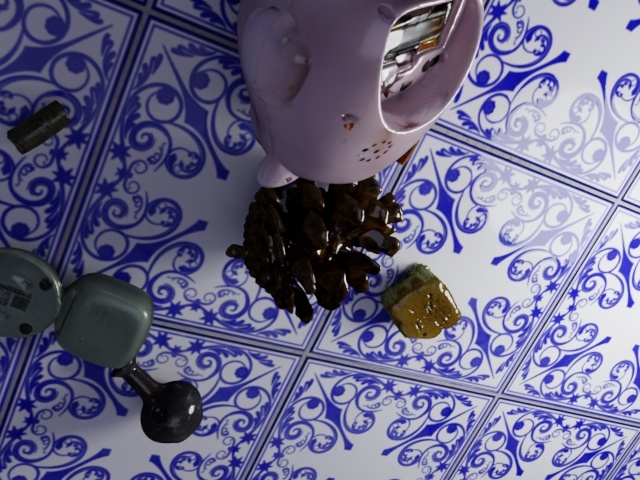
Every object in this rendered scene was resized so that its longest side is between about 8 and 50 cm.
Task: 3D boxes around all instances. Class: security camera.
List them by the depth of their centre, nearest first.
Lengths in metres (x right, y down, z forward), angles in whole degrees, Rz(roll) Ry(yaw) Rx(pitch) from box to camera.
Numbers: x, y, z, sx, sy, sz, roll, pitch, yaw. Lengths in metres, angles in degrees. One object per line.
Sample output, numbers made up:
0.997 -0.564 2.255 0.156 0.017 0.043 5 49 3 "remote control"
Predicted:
-0.423 0.102 1.207 0.301 0.080 0.157 23 110 -18 "security camera"

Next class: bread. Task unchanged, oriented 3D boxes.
0.192 0.127 1.443 0.128 0.069 0.140 -36 122 3 "bread"

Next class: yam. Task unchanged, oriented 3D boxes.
-0.408 -0.165 1.084 0.094 0.043 0.043 -34 123 -2 "yam"

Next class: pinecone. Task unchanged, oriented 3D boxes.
0.000 0.000 1.215 0.309 0.244 0.244 -21 123 -21 "pinecone"

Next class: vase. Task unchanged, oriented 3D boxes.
-0.296 0.277 1.333 0.120 0.120 0.183 -40 105 4 "vase"

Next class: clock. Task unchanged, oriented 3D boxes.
0.053 -0.244 1.045 0.368 0.250 0.377 -28 148 -38 "clock"

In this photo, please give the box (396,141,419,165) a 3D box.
0.124 -0.169 1.285 0.082 0.023 0.051 24 108 -29 "box"
